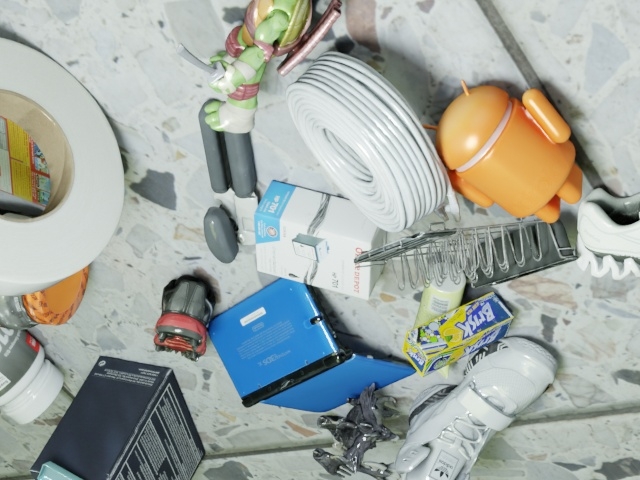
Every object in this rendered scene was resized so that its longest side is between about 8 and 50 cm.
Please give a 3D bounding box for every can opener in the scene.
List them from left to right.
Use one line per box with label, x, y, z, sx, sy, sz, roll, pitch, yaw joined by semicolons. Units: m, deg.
can opener;-0.143;-0.080;1.791;0.076;0.095;0.283;11;138;16

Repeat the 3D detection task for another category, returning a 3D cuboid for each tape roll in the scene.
tape roll;-0.466;-0.113;1.700;0.392;0.392;0.072;44;138;-20

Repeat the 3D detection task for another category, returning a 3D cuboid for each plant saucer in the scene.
plant saucer;-0.426;0.464;2.135;0.192;0.018;0.067;31;138;-1

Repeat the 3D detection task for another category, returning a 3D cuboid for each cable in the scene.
cable;0.058;-0.129;1.558;0.257;0.089;0.257;37;162;41

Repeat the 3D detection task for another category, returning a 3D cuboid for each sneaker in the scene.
sneaker;-0.240;0.137;2.082;0.097;0.135;0.276;14;164;-4
sneaker;0.248;0.312;1.923;0.137;0.210;0.366;34;140;-10
sneaker;0.479;-0.007;1.546;0.292;0.110;0.118;4;127;24

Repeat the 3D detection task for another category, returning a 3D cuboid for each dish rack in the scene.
dish rack;0.191;0.022;1.620;0.271;0.074;0.208;-4;168;-30

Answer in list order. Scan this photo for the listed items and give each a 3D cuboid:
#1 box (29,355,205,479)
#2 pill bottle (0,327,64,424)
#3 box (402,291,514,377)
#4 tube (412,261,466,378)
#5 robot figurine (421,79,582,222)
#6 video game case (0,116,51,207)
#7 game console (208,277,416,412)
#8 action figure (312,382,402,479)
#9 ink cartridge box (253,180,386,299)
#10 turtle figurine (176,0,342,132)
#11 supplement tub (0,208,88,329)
box;-0.397;0.442;2.339;0.182;0.294;0.296;7;136;21
pill bottle;-0.662;0.230;2.350;0.161;0.161;0.283;-19;123;41
box;0.212;0.143;1.794;0.059;0.169;0.054;52;152;30
tube;0.186;0.129;1.880;0.062;0.070;0.240;-1;140;-5
robot figurine;0.243;-0.118;1.526;0.219;0.128;0.158;34;165;-12
video game case;-0.493;-0.139;1.965;0.285;0.025;0.204;21;140;6
game console;-0.020;0.189;2.075;0.293;0.173;0.250;-31;84;45
action figure;0.083;0.350;2.088;0.141;0.164;0.275;13;161;-15
ink cartridge box;0.000;0.000;1.816;0.190;0.082;0.140;15;139;14
turtle figurine;-0.129;-0.272;1.503;0.198;0.274;0.266;54;150;19
supplement tub;-0.599;0.042;2.076;0.338;0.207;0.207;9;138;18
